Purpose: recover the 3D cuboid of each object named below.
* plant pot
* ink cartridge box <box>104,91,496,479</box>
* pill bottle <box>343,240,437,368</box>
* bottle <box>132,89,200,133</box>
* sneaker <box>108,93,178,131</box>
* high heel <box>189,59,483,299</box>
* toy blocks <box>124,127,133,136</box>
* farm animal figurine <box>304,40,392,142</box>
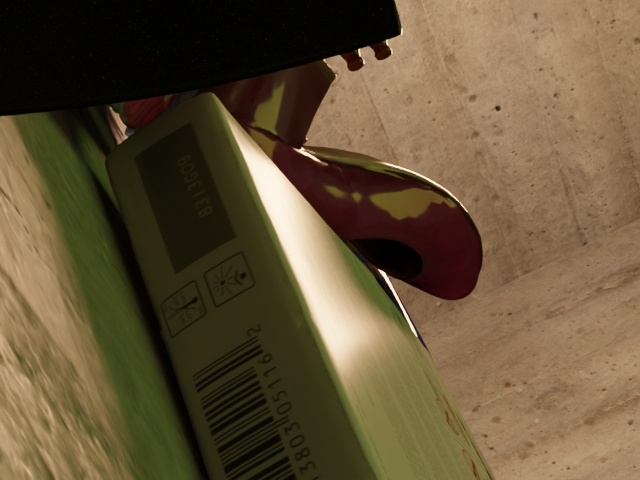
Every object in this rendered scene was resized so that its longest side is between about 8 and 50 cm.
[{"bbox_3d":[-0.096,-0.152,0.452,0.188,0.167,0.187,63,-1,32],"label":"plant pot"},{"bbox_3d":[0.029,0.125,0.831,0.385,0.091,0.308,50,12,-51],"label":"ink cartridge box"},{"bbox_3d":[0.013,0.103,1.122,0.272,0.152,0.152,63,-1,39],"label":"pill bottle"},{"bbox_3d":[-0.148,-0.196,1.032,0.283,0.118,0.092,58,-17,-1],"label":"bottle"},{"bbox_3d":[-0.129,-0.137,0.811,0.111,0.103,0.252,41,-9,-6],"label":"sneaker"},{"bbox_3d":[0.000,0.000,1.022,0.127,0.181,0.377,14,-20,44],"label":"high heel"},{"bbox_3d":[-0.155,-0.164,1.106,0.123,0.054,0.148,36,56,-24],"label":"toy blocks"},{"bbox_3d":[-0.112,-0.209,1.357,0.327,0.330,0.172,7,54,-56],"label":"farm animal figurine"}]
